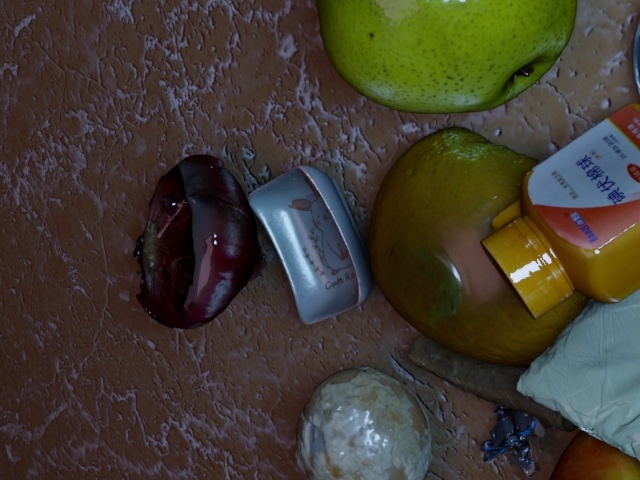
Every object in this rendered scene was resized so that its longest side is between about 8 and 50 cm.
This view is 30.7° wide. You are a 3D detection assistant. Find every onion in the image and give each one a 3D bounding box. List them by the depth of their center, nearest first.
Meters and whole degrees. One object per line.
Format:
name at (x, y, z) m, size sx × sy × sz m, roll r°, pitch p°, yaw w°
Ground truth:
onion at (-0.166, 0.005, 1.772) m, size 0.272 × 0.195 × 0.272 m, roll -20°, pitch 66°, yaw 57°

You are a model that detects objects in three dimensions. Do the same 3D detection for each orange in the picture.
orange at (0.186, 0.008, 1.414) m, size 0.334 × 0.196 × 0.263 m, roll 37°, pitch 117°, yaw 39°

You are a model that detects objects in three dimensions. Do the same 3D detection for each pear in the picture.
pear at (0.133, -0.272, 1.261) m, size 0.294 × 0.294 × 0.294 m, roll 21°, pitch 121°, yaw 39°

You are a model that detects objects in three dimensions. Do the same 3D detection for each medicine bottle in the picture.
medicine bottle at (0.286, -0.020, 1.211) m, size 0.112 × 0.222 × 0.149 m, roll 51°, pitch -174°, yaw -48°

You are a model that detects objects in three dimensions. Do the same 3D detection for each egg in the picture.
egg at (0.062, 0.289, 1.636) m, size 0.195 × 0.195 × 0.233 m, roll 15°, pitch 131°, yaw 42°

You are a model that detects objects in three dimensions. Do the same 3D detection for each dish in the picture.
dish at (0.000, 0.000, 1.659) m, size 0.151 × 0.077 × 0.212 m, roll -26°, pitch 87°, yaw 50°

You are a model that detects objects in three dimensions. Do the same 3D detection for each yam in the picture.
yam at (0.220, 0.173, 1.476) m, size 0.299 × 0.066 × 0.066 m, roll 16°, pitch 118°, yaw 54°

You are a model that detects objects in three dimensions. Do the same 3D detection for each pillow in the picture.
pillow at (0.377, 0.109, 1.167) m, size 0.280 × 0.274 × 0.076 m, roll 33°, pitch 164°, yaw 45°

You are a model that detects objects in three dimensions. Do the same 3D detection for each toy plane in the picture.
toy plane at (0.243, 0.255, 1.527) m, size 0.188 × 0.062 × 0.135 m, roll -48°, pitch 43°, yaw 49°

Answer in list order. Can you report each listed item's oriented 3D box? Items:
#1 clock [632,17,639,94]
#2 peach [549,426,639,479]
clock at (0.419, -0.180, 1.164) m, size 0.226 × 0.049 × 0.226 m, roll 23°, pitch 123°, yaw 40°
peach at (0.391, 0.345, 1.232) m, size 0.335 × 0.310 × 0.406 m, roll 22°, pitch 121°, yaw 35°
